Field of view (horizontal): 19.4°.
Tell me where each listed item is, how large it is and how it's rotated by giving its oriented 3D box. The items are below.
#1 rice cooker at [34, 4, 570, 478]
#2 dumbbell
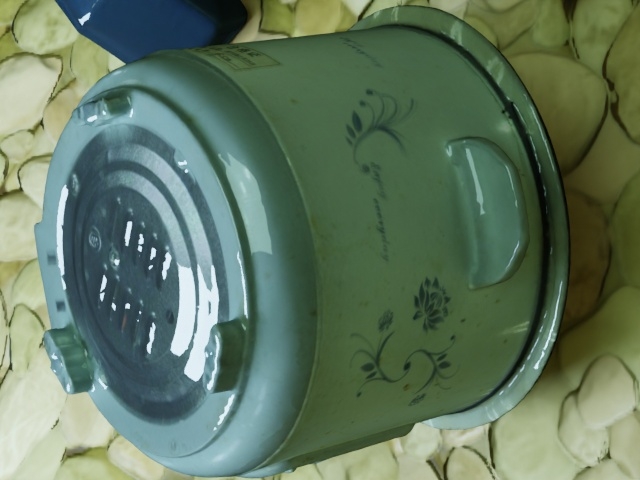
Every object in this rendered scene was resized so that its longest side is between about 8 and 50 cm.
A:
[{"bbox_3d":[0.000,0.000,1.116,0.316,0.316,0.264,-12,90,32],"label":"rice cooker"},{"bbox_3d":[-0.049,-0.262,1.293,0.325,0.160,0.144,-46,30,18],"label":"dumbbell"}]
